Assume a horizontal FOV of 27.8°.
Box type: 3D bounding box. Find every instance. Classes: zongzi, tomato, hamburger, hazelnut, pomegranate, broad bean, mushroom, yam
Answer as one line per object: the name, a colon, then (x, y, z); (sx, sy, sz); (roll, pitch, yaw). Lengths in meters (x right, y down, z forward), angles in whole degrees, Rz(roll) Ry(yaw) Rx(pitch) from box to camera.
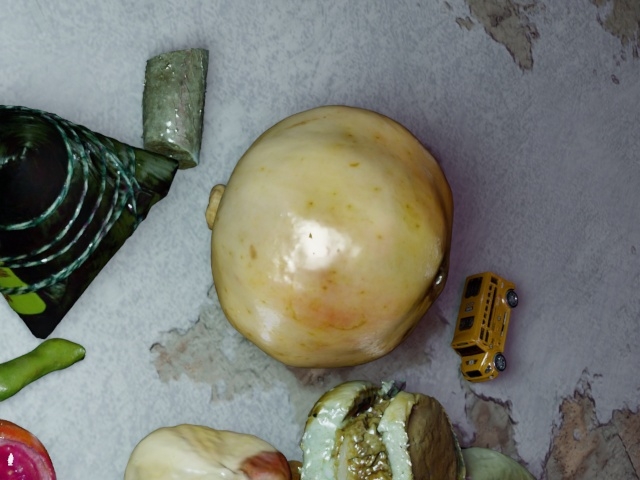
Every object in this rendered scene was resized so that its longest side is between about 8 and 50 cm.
zongzi: (-0.359, -0.063, 1.657); (0.383, 0.362, 0.319); (38, 77, -33)
tomato: (-0.441, 0.300, 1.682); (0.189, 0.099, 0.173); (-16, 123, -5)
hamburger: (0.104, 0.377, 2.055); (0.277, 0.195, 0.318); (-9, 99, -65)
hazelnut: (-0.160, 0.368, 1.827); (0.261, 0.241, 0.261); (4, 74, -14)
pomegranate: (0.000, 0.000, 1.969); (0.411, 0.411, 0.412); (10, 76, -40)
broad bean: (-0.419, 0.186, 1.756); (0.052, 0.053, 0.256); (38, 40, 24)
mushroom: (0.299, 0.489, 2.287); (0.344, 0.130, 0.248); (41, 55, -28)
yam: (-0.222, -0.206, 1.976); (0.107, 0.107, 0.183); (11, 76, -40)

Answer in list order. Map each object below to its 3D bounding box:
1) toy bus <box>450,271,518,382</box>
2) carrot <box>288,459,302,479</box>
toy bus: (0.295, 0.159, 2.379); (0.088, 0.083, 0.195); (31, 60, -30)
carrot: (-0.076, 0.451, 2.012); (0.057, 0.057, 0.224); (45, 58, -27)
